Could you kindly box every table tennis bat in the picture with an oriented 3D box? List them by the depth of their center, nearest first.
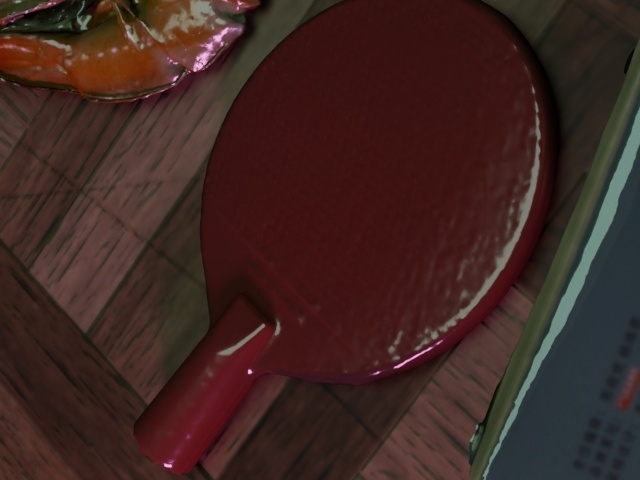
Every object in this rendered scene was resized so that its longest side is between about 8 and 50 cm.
[{"bbox_3d":[0.000,0.000,0.753,0.200,0.038,0.310,45,105,29],"label":"table tennis bat"}]

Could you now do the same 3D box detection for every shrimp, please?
[{"bbox_3d":[-0.158,-0.148,0.864,0.294,0.062,0.154,-17,79,27],"label":"shrimp"}]

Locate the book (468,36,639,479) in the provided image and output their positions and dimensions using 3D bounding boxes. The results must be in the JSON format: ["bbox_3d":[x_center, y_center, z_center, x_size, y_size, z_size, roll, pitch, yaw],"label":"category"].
[{"bbox_3d":[0.271,0.036,0.481,0.379,0.031,0.264,22,94,2],"label":"book"}]

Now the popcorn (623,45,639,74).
[{"bbox_3d":[0.210,-0.045,0.573,0.140,0.163,0.194,37,68,24],"label":"popcorn"}]
